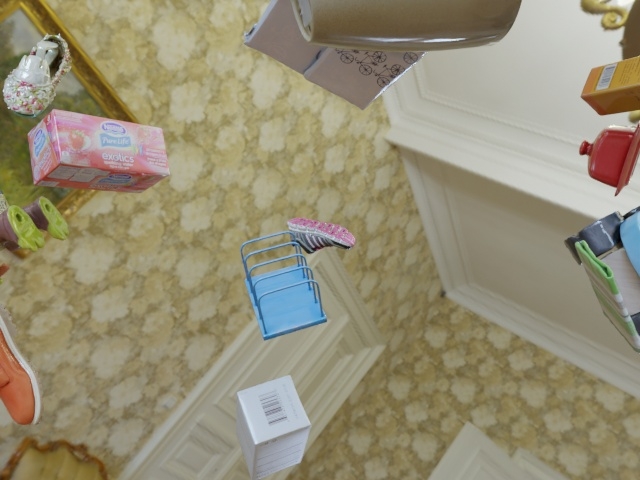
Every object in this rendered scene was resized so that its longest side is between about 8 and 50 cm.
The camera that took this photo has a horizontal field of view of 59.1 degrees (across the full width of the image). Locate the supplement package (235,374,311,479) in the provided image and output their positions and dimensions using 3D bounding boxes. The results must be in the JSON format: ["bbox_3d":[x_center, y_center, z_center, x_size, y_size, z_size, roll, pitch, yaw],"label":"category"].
[{"bbox_3d":[-0.092,0.348,1.041,0.179,0.105,0.105,101,-33,-48],"label":"supplement package"}]

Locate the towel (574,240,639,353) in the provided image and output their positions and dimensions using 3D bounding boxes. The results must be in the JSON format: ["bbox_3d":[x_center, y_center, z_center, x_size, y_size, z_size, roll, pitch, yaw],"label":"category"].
[{"bbox_3d":[0.427,0.081,0.825,0.152,0.023,0.113,57,13,-24],"label":"towel"}]

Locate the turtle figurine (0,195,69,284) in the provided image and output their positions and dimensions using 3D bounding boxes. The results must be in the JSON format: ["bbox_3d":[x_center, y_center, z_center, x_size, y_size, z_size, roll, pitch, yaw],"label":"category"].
[{"bbox_3d":[-0.424,0.019,0.682,0.269,0.217,0.087,13,52,-84],"label":"turtle figurine"}]

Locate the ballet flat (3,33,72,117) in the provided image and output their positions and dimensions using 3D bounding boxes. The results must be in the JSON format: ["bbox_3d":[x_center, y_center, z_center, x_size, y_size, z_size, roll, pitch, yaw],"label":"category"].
[{"bbox_3d":[-0.518,-0.313,1.031,0.091,0.241,0.077,10,-53,-18],"label":"ballet flat"}]

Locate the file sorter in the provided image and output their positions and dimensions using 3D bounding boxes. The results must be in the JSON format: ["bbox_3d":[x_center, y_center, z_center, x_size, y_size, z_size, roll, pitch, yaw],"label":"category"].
[{"bbox_3d":[-0.073,0.075,1.038,0.170,0.118,0.104,-119,-162,-52],"label":"file sorter"}]

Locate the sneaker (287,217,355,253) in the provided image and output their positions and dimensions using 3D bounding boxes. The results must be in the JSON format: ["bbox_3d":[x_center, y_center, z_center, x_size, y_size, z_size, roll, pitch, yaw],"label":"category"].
[{"bbox_3d":[0.000,0.000,1.324,0.170,0.063,0.075,14,-62,17],"label":"sneaker"}]

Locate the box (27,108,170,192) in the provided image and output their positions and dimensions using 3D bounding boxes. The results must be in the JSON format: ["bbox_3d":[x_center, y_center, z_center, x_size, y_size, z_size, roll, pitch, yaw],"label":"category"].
[{"bbox_3d":[-0.560,-0.219,1.443,0.154,0.300,0.142,-21,-103,39],"label":"box"}]

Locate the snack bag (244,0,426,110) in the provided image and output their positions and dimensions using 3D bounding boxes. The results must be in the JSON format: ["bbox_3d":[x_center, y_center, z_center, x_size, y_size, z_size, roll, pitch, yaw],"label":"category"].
[{"bbox_3d":[0.032,-0.437,1.233,0.342,0.037,0.323,24,-25,-21],"label":"snack bag"}]

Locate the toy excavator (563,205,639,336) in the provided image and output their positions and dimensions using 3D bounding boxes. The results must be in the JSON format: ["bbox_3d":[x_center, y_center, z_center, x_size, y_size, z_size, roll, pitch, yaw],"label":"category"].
[{"bbox_3d":[0.719,-0.040,0.932,0.445,0.433,0.222,-45,-113,50],"label":"toy excavator"}]

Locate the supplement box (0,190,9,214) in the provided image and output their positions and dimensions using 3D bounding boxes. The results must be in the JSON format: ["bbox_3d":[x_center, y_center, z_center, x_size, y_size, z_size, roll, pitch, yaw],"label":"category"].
[{"bbox_3d":[-0.635,-0.042,1.063,0.083,0.083,0.056,63,4,-1],"label":"supplement box"}]

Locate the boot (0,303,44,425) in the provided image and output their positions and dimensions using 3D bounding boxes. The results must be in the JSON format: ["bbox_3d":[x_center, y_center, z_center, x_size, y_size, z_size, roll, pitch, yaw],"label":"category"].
[{"bbox_3d":[-0.392,0.158,0.666,0.059,0.084,0.158,-33,-96,32],"label":"boot"}]

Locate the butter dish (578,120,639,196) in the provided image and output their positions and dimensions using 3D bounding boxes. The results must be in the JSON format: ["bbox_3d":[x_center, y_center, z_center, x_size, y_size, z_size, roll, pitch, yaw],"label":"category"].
[{"bbox_3d":[0.624,-0.190,1.223,0.118,0.160,0.160,18,-66,27],"label":"butter dish"}]

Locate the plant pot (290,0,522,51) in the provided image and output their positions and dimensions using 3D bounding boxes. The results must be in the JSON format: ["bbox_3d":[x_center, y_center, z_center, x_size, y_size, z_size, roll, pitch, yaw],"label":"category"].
[{"bbox_3d":[0.099,-0.375,0.798,0.256,0.274,0.257,163,-90,-81],"label":"plant pot"}]

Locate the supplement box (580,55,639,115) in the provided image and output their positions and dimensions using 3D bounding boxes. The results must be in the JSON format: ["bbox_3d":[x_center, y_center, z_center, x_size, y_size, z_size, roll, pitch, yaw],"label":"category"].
[{"bbox_3d":[0.626,-0.303,1.074,0.078,0.080,0.233,31,-9,-26],"label":"supplement box"}]
